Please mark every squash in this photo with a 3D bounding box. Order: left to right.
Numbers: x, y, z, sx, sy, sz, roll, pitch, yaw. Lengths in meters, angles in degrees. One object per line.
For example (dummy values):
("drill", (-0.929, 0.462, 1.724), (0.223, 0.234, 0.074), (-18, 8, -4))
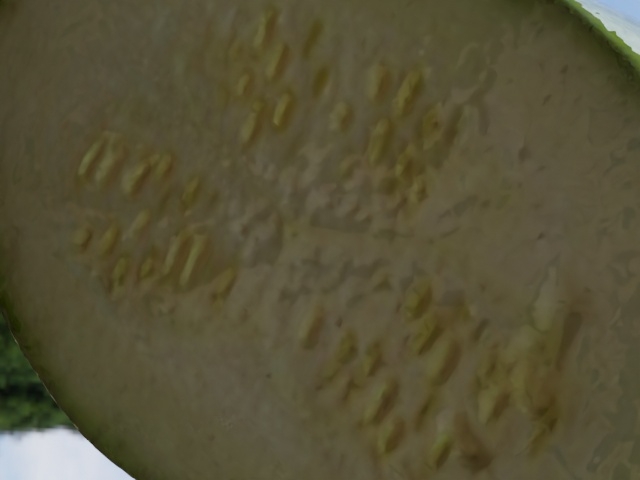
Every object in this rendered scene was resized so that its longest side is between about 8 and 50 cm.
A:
("squash", (0.000, 0.000, 0.389), (0.189, 0.260, 0.189), (-156, -90, -87))
